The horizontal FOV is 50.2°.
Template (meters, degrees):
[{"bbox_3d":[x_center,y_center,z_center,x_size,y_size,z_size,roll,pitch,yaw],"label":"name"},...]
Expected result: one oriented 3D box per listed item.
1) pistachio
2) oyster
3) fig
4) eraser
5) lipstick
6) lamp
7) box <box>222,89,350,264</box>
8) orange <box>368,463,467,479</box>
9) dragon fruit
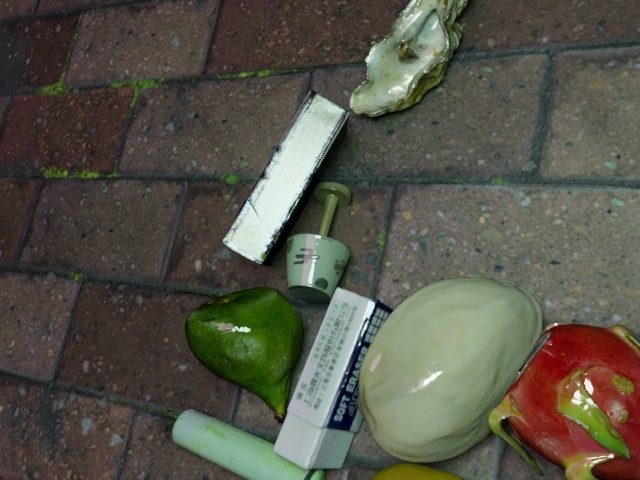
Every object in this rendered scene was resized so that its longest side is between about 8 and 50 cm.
[{"bbox_3d":[0.195,0.178,1.021,0.226,0.208,0.332,42,75,4],"label":"pistachio"},{"bbox_3d":[0.189,-0.370,1.269,0.166,0.110,0.341,24,88,39],"label":"oyster"},{"bbox_3d":[-0.119,0.208,1.213,0.203,0.203,0.235,-11,101,26],"label":"fig"},{"bbox_3d":[0.034,0.231,1.132,0.086,0.130,0.287,18,83,35],"label":"eraser"},{"bbox_3d":[-0.131,0.380,1.204,0.304,0.076,0.076,12,79,32],"label":"lipstick"},{"bbox_3d":[0.000,0.000,1.239,0.121,0.121,0.215,0,64,30],"label":"lamp"},{"bbox_3d":[-0.057,-0.104,1.256,0.084,0.198,0.310,30,88,1],"label":"box"},{"bbox_3d":[0.141,0.449,0.936,0.279,0.235,0.279,-2,86,33],"label":"orange"},{"bbox_3d":[0.361,0.222,0.906,0.227,0.224,0.224,43,96,19],"label":"dragon fruit"}]
